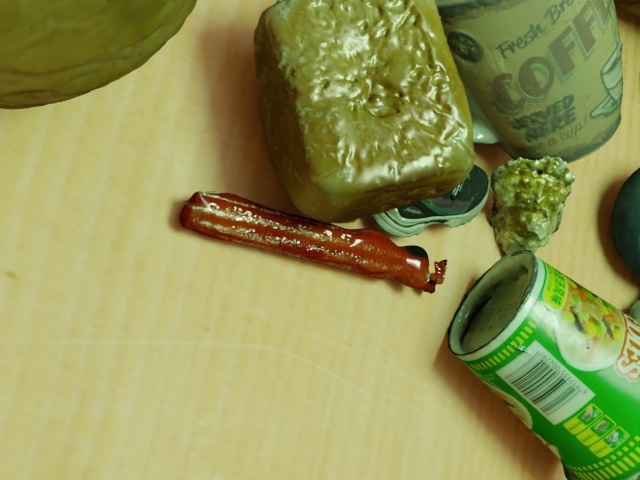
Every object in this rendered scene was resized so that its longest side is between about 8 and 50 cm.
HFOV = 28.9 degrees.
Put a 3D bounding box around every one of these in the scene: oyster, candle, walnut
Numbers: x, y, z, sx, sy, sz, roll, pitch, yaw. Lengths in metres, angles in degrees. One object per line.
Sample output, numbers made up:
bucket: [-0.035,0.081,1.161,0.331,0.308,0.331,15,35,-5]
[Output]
oyster: [0.239,-0.042,1.456,0.121,0.146,0.045,40,34,-13]
candle: [0.000,0.000,1.306,0.329,0.048,0.051,15,80,-33]
walnut: [-0.256,-0.258,1.030,0.332,0.333,0.333,9,75,-35]

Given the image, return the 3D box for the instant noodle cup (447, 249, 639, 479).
instant noodle cup: [0.272,0.139,1.401,0.232,0.207,0.207,38,60,-16]

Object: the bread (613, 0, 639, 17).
bread: [0.540,-0.364,1.628,0.314,0.370,0.192,0,108,-37]

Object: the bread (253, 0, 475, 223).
bread: [0.038,-0.146,1.276,0.195,0.176,0.246,-12,80,-15]

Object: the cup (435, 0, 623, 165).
cup: [0.210,-0.200,1.424,0.301,0.227,0.257,-29,114,-7]

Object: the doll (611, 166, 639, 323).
doll: [0.480,0.014,1.585,0.228,0.154,0.258,-23,108,-1]

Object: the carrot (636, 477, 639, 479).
carrot: [0.456,0.320,1.449,0.196,0.254,0.196,5,81,-35]

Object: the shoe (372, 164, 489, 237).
shoe: [0.136,-0.066,1.380,0.169,0.099,0.071,-18,60,-36]
